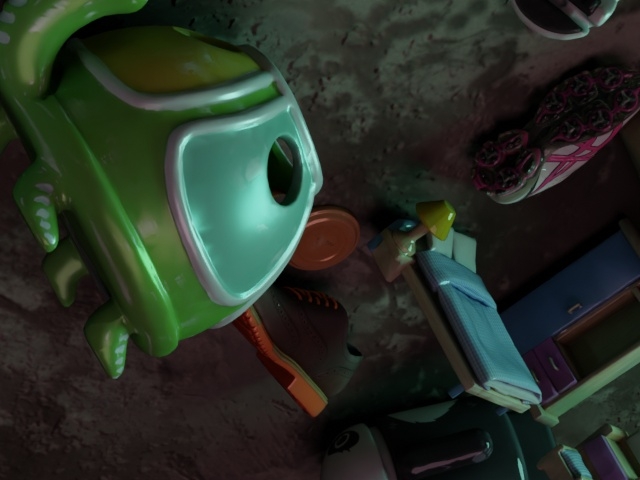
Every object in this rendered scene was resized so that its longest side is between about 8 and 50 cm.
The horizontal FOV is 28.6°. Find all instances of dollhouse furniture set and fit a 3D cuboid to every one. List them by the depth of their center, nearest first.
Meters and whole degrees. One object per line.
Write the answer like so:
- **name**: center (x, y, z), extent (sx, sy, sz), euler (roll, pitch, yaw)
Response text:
- **dollhouse furniture set**: center (0.236, 0.088, 1.226), extent (0.198, 0.286, 0.303), euler (-38, 146, 18)

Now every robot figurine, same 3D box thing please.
- **robot figurine**: center (0.137, 0.274, 1.466), extent (0.278, 0.173, 0.209), euler (-12, 119, -9)

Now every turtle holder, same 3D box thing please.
- **turtle holder**: center (-0.141, -0.077, 0.994), extent (0.227, 0.243, 0.320), euler (-28, 98, -13)

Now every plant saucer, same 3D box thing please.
- **plant saucer**: center (0.000, 0.000, 1.249), extent (0.083, 0.013, 0.083), euler (-11, 137, -10)

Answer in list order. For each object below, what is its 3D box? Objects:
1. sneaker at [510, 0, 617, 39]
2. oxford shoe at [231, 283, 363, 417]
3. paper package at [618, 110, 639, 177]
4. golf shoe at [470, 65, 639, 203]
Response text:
- **sneaker**: center (0.267, -0.279, 1.018), extent (0.292, 0.110, 0.118), euler (-43, 172, 7)
- **oxford shoe**: center (-0.035, 0.073, 1.270), extent (0.098, 0.097, 0.271), euler (-40, 141, -8)
- **paper package**: center (0.490, -0.072, 1.249), extent (0.309, 0.168, 0.325), euler (-29, 137, 11)
- **golf shoe**: center (0.234, -0.101, 1.206), extent (0.186, 0.067, 0.086), euler (-34, 156, 19)
